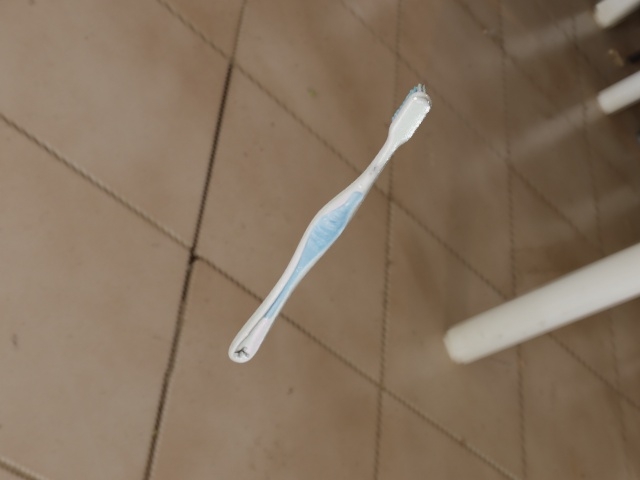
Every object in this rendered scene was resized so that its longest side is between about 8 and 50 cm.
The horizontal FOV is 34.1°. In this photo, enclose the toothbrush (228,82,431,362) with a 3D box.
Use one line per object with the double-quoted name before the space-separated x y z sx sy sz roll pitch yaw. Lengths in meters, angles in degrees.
"toothbrush" 0.000 0.000 0.438 0.014 0.162 0.017 27 31 -13
